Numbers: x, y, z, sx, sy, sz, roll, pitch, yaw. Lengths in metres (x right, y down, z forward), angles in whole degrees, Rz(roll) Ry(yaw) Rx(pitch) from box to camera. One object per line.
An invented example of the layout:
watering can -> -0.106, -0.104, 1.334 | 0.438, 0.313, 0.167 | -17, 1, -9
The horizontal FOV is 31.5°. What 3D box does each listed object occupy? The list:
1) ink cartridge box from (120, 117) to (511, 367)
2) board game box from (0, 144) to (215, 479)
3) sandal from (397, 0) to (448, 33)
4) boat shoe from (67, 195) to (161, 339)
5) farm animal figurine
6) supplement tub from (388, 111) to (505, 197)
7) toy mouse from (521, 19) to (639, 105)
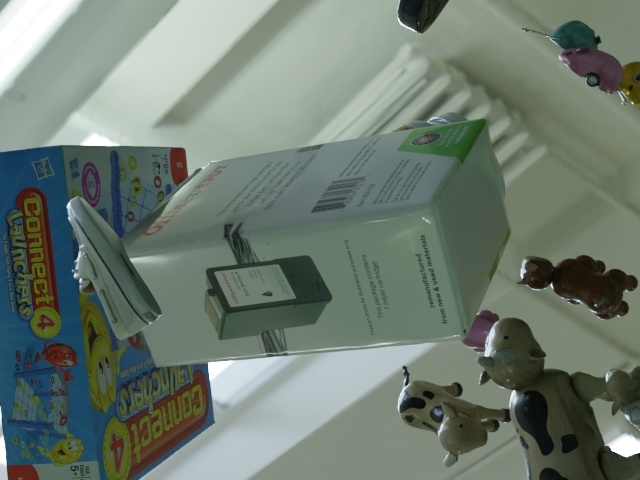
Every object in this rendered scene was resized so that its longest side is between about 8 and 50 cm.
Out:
ink cartridge box -> 0.000, 0.000, 0.939 | 0.198, 0.273, 0.115 | -52, -50, -58
board game box -> -0.201, 0.064, 1.079 | 0.308, 0.086, 0.302 | -21, -75, -77
sandal -> 0.163, -0.308, 1.163 | 0.054, 0.254, 0.097 | 27, 162, 17
boat shoe -> -0.133, 0.017, 0.683 | 0.100, 0.035, 0.035 | 54, -176, 23
farm animal figurine -> 0.234, 0.182, 1.288 | 0.172, 0.330, 0.327 | 4, -135, -43
supplement tub -> 0.087, -0.042, 1.245 | 0.144, 0.199, 0.144 | 53, 164, 23
toy mouse -> 0.259, -0.176, 1.075 | 0.143, 0.031, 0.161 | 31, -155, -4
